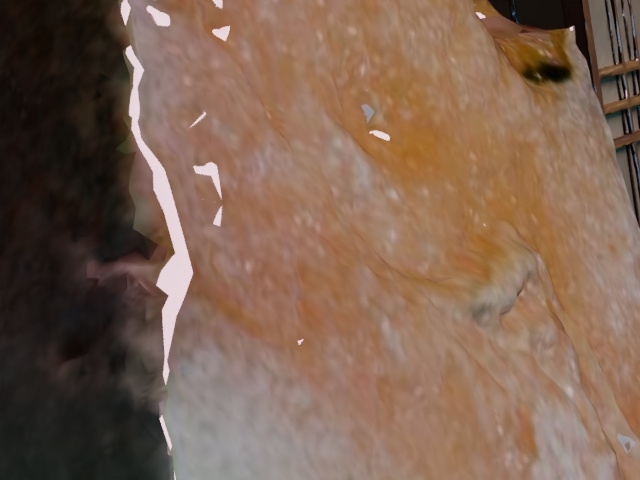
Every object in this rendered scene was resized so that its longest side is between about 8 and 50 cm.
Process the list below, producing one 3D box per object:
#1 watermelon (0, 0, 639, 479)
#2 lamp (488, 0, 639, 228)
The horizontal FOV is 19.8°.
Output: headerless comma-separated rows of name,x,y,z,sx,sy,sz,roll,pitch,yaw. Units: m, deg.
watermelon,-0.010,0.011,0.502,0.264,0.151,0.302,19,54,-50
lamp,0.090,-0.010,0.673,0.090,0.089,0.325,-18,100,-53
